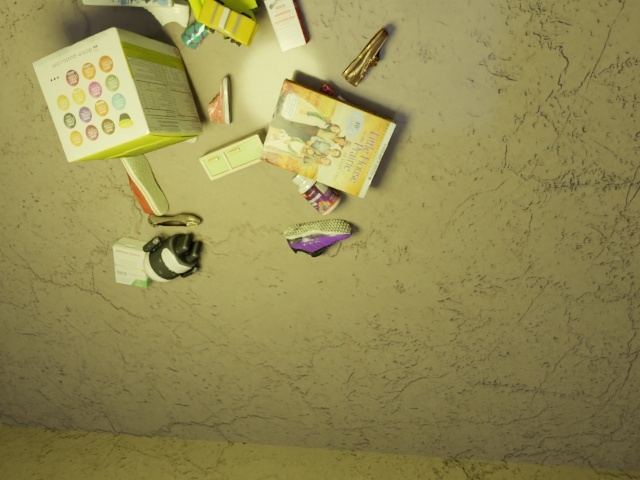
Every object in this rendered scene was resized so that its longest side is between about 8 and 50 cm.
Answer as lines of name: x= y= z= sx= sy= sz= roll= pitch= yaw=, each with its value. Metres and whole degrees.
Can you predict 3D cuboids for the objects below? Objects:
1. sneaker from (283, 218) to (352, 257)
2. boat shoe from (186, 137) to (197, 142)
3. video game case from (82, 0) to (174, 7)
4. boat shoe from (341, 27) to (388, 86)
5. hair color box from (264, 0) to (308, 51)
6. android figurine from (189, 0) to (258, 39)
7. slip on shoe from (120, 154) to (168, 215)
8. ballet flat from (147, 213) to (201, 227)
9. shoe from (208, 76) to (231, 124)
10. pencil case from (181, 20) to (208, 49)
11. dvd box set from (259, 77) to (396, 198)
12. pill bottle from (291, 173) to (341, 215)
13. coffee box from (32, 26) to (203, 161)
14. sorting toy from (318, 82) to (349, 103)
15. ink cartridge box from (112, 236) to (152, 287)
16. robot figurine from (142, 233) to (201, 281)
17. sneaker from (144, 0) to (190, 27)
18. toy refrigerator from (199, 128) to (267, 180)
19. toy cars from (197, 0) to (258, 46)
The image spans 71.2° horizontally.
sneaker: x=0.000 y=0.000 z=1.901 sx=0.294 sy=0.102 sz=0.146 roll=-4 pitch=123 yaw=18
boat shoe: x=-0.570 y=-0.445 z=1.753 sx=0.184 sy=0.063 sz=0.066 roll=42 pitch=118 yaw=-14
video game case: x=-0.630 y=-0.924 z=1.412 sx=0.300 sy=0.036 sz=0.328 roll=3 pitch=114 yaw=3
boat shoe: x=0.163 y=-0.619 z=1.523 sx=0.073 sy=0.073 sz=0.207 roll=37 pitch=126 yaw=-14
hair color box: x=-0.113 y=-0.737 z=1.510 sx=0.093 sy=0.053 sz=0.167 roll=-11 pitch=119 yaw=17
android figurine: x=-0.312 y=-0.815 z=1.462 sx=0.248 sy=0.056 sz=0.272 roll=-22 pitch=102 yaw=4
slip on shoe: x=-0.760 y=-0.246 z=1.877 sx=0.101 sy=0.123 sz=0.331 roll=-7 pitch=123 yaw=18
ballet flat: x=-0.646 y=-0.080 z=1.968 sx=0.250 sy=0.058 sz=0.084 roll=4 pitch=151 yaw=10
shoe: x=-0.379 y=-0.523 z=1.674 sx=0.081 sy=0.063 sz=0.177 roll=6 pitch=125 yaw=1
pencil case: x=-0.411 y=-0.734 z=1.557 sx=0.152 sy=0.064 sz=0.070 roll=-32 pitch=109 yaw=24
dvd box set: x=0.021 y=-0.362 z=1.627 sx=0.421 sy=0.062 sz=0.307 roll=21 pitch=116 yaw=-5
pill bottle: x=-0.019 y=-0.200 z=1.775 sx=0.108 sy=0.108 sz=0.193 roll=-38 pitch=107 yaw=26
coffee box: x=-0.674 y=-0.478 z=1.546 sx=0.338 sy=0.338 sz=0.334 roll=-13 pitch=99 yaw=18
sorting toy: x=0.070 y=-0.453 z=1.647 sx=0.275 sy=0.046 sz=0.132 roll=38 pitch=119 yaw=-13
ink cartridge box: x=-0.880 y=0.104 z=2.111 sx=0.155 sy=0.093 sz=0.212 roll=11 pitch=123 yaw=2
robot figurine: x=-0.666 y=0.076 z=2.015 sx=0.278 sy=0.174 sz=0.209 roll=-29 pitch=88 yaw=24
sneaker: x=-0.560 y=-0.796 z=1.545 sx=0.212 sy=0.080 sz=0.094 roll=17 pitch=133 yaw=-1
toy refrigerator: x=-0.330 y=-0.335 z=1.758 sx=0.270 sy=0.094 sz=0.102 roll=-17 pitch=116 yaw=19
toy cars: x=-0.340 y=-0.789 z=1.395 sx=0.177 sy=0.087 sz=0.393 roll=-24 pitch=104 yaw=3
